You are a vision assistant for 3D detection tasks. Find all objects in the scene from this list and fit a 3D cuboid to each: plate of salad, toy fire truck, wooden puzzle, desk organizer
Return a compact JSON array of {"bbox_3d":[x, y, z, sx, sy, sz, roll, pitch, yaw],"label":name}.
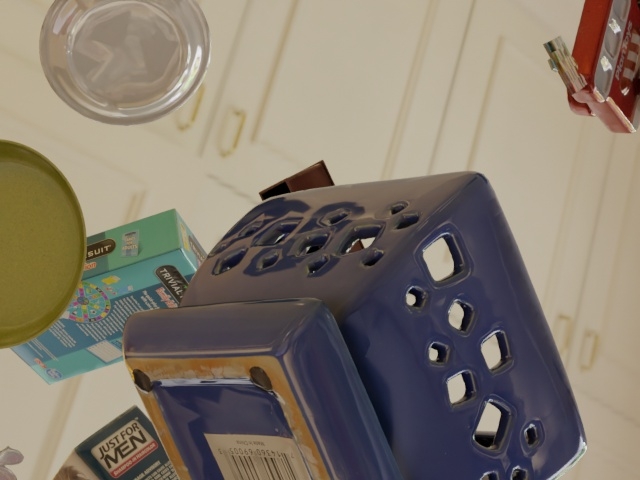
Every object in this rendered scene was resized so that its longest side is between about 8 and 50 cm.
[{"bbox_3d":[-0.229,-0.229,1.522,0.200,0.200,0.048,27,21,-27],"label":"plate of salad"},{"bbox_3d":[0.430,-0.305,1.801,0.169,0.302,0.254,11,-11,31],"label":"toy fire truck"},{"bbox_3d":[0.209,-0.150,1.102,0.006,0.049,0.083,-28,3,26],"label":"wooden puzzle"},{"bbox_3d":[0.000,0.000,1.167,0.047,0.050,0.130,-23,-87,49],"label":"desk organizer"}]

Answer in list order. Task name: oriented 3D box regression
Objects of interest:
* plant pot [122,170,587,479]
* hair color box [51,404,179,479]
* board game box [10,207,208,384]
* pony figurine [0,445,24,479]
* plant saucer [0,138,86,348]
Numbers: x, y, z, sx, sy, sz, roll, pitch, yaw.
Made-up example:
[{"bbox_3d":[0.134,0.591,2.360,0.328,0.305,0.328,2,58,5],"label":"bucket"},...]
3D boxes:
[{"bbox_3d":[0.013,0.103,0.920,0.236,0.212,0.236,-6,-69,45],"label":"plant pot"},{"bbox_3d":[-0.144,0.363,1.368,0.347,0.105,0.174,46,-49,10],"label":"hair color box"},{"bbox_3d":[-0.331,0.094,2.023,0.336,0.079,0.254,-18,-35,7],"label":"board game box"},{"bbox_3d":[-0.442,0.308,1.105,0.363,0.303,0.351,26,12,-2],"label":"pony figurine"},{"bbox_3d":[-0.371,0.004,1.494,0.241,0.241,0.037,10,3,16],"label":"plant saucer"}]
